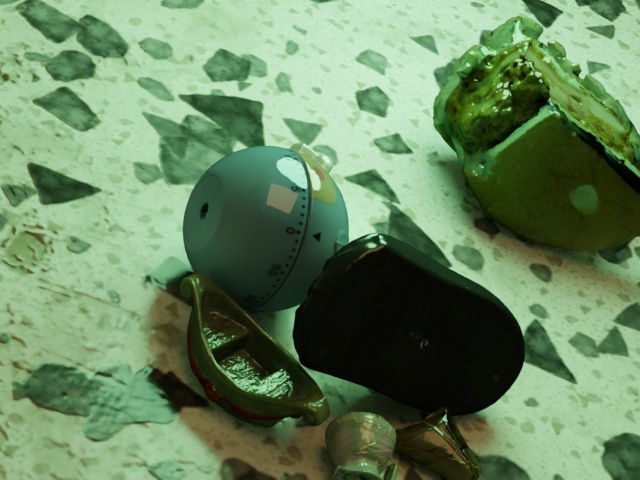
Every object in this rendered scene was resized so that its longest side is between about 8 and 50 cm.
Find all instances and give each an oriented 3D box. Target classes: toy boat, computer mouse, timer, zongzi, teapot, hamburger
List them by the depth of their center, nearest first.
[{"bbox_3d":[0.040,0.196,1.263,0.083,0.064,0.064,41,38,-33],"label":"teapot"},{"bbox_3d":[-0.067,0.111,1.283,0.185,0.071,0.089,43,44,20],"label":"toy boat"},{"bbox_3d":[0.097,0.199,1.305,0.083,0.040,0.076,-17,61,-25],"label":"zongzi"},{"bbox_3d":[0.077,0.077,1.331,0.269,0.138,0.086,25,7,-39],"label":"computer mouse"},{"bbox_3d":[-0.009,-0.019,1.381,0.255,0.175,0.175,-11,51,-28],"label":"timer"},{"bbox_3d":[0.247,-0.106,1.618,0.288,0.192,0.168,39,39,-25],"label":"hamburger"}]
